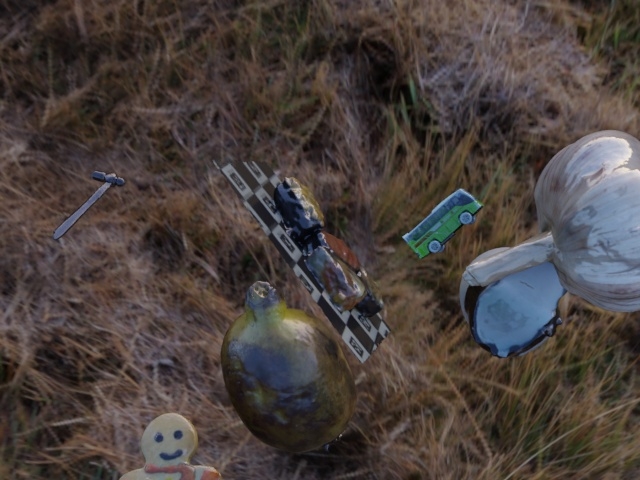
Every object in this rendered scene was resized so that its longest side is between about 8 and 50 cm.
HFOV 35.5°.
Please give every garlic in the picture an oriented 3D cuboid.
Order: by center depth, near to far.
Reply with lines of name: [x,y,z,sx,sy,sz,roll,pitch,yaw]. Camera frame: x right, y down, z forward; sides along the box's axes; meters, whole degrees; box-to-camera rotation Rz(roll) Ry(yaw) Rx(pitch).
garlic: [0.258,-0.009,1.085,0.226,0.199,0.199,-17,72,2]

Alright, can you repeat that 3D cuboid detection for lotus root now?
lotus root: [-0.047,0.182,1.345,0.169,0.314,0.141,-7,38,19]

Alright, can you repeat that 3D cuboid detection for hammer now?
hammer: [-0.417,-0.060,1.757,0.065,0.021,0.178,19,52,23]

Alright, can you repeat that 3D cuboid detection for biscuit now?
biscuit: [-0.219,0.368,1.455,0.153,0.030,0.234,-1,70,-2]

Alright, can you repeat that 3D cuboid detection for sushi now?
sushi: [0.000,0.000,0.833,0.031,0.139,0.201,-37,87,15]

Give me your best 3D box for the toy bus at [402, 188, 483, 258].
toy bus: [0.126,-0.017,1.019,0.083,0.031,0.037,-43,79,13]

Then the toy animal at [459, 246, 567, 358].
toy animal: [0.289,0.082,1.498,0.166,0.179,0.138,-31,101,8]
